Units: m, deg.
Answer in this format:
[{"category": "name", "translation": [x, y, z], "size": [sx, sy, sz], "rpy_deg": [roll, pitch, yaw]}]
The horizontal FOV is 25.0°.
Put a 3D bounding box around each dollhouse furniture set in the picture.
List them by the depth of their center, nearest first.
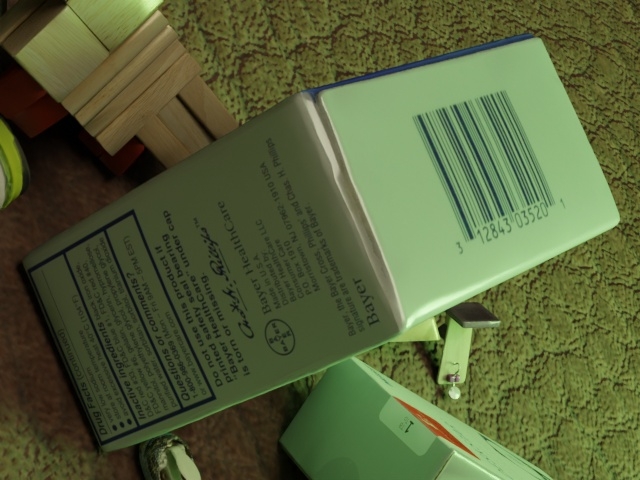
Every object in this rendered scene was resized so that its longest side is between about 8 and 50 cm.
[{"category": "dollhouse furniture set", "translation": [0.075, 0.088, 1.210], "size": [0.114, 0.091, 0.081], "rpy_deg": [0, 110, -23]}]

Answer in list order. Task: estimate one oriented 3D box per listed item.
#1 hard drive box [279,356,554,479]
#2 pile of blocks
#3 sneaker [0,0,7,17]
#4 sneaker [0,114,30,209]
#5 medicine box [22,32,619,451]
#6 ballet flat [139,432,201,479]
[{"category": "hard drive box", "translation": [0.109, 0.196, 1.050], "size": [0.232, 0.181, 0.089], "rpy_deg": [33, 93, -31]}, {"category": "pile of blocks", "translation": [-0.163, -0.123, 0.924], "size": [0.149, 0.112, 0.362], "rpy_deg": [45, -4, 12]}, {"category": "sneaker", "translation": [-0.317, -0.230, 0.909], "size": [0.153, 0.099, 0.282], "rpy_deg": [-22, 85, -48]}, {"category": "sneaker", "translation": [-0.308, -0.091, 0.838], "size": [0.300, 0.111, 0.121], "rpy_deg": [42, 48, -20]}, {"category": "medicine box", "translation": [0.000, 0.000, 0.963], "size": [0.263, 0.289, 0.149], "rpy_deg": [-21, 87, -49]}, {"category": "ballet flat", "translation": [-0.089, 0.181, 0.964], "size": [0.041, 0.041, 0.114], "rpy_deg": [-11, 78, -48]}]
